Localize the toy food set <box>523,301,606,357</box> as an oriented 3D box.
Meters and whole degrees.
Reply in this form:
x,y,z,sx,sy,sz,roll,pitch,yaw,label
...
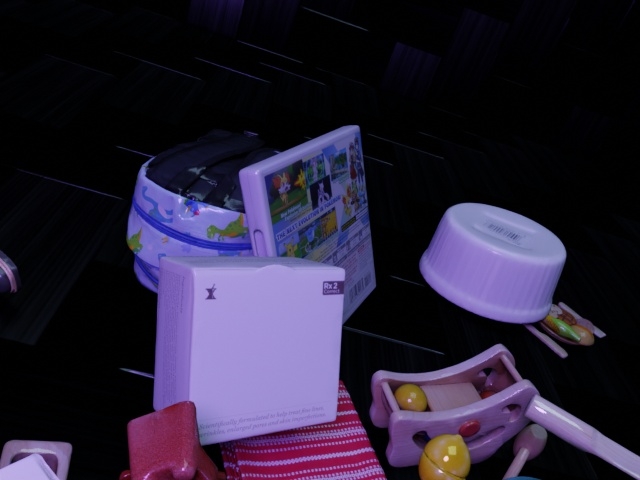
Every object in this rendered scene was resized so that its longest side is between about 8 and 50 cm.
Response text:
x,y,z,sx,sy,sz,roll,pitch,yaw,label
0.501,0.165,1.160,0.192,0.038,0.132,-9,41,-42,toy food set

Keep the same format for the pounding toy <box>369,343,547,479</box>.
x,y,z,sx,sy,sz,roll,pitch,yaw,label
0.204,0.238,0.730,0.270,0.154,0.154,7,32,-23,pounding toy

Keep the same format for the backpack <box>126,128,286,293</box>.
x,y,z,sx,sy,sz,roll,pitch,yaw,label
-0.149,-0.045,0.912,0.290,0.273,0.355,26,8,3,backpack

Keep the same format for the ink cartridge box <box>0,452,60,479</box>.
x,y,z,sx,sy,sz,roll,pitch,yaw,label
-0.206,0.281,0.313,0.168,0.232,0.171,38,33,26,ink cartridge box

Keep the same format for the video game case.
x,y,z,sx,sy,sz,roll,pitch,yaw,label
0.000,0.000,0.872,0.036,0.299,0.329,2,21,27,video game case

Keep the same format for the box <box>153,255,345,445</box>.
x,y,z,sx,sy,sz,roll,pitch,yaw,label
-0.081,0.111,0.641,0.181,0.181,0.119,2,4,-32,box

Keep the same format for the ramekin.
x,y,z,sx,sy,sz,roll,pitch,yaw,label
0.354,0.033,1.158,0.277,0.135,0.277,12,26,-6,ramekin

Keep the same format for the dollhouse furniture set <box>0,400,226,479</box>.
x,y,z,sx,sy,sz,roll,pitch,yaw,label
-0.258,0.175,0.489,0.374,0.201,0.152,9,32,-20,dollhouse furniture set

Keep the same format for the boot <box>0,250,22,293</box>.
x,y,z,sx,sy,sz,roll,pitch,yaw,label
-0.489,0.048,0.696,0.198,0.076,0.137,15,32,17,boot

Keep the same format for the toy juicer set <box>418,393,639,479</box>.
x,y,z,sx,sy,sz,roll,pitch,yaw,label
0.208,0.290,0.614,0.329,0.089,0.209,-28,60,-23,toy juicer set

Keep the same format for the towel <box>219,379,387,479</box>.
x,y,z,sx,sy,sz,roll,pitch,yaw,label
-0.012,0.270,0.666,0.199,0.031,0.275,6,32,-26,towel
